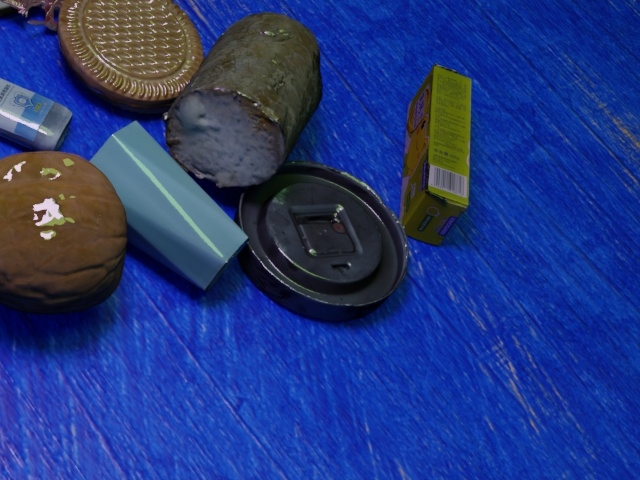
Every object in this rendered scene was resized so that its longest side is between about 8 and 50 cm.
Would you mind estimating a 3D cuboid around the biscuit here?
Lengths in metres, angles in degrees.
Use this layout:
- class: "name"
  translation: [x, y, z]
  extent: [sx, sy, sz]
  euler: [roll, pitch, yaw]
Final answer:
- class: "biscuit"
  translation: [-0.294, -0.306, 1.852]
  extent: [0.259, 0.079, 0.259]
  euler: [17, 52, -22]

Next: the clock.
- class: "clock"
  translation: [0.000, 0.000, 1.775]
  extent: [0.280, 0.055, 0.281]
  euler: [15, 47, -17]

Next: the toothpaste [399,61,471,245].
- class: "toothpaste"
  translation: [0.193, -0.147, 1.962]
  extent: [0.077, 0.110, 0.328]
  euler: [18, 46, -11]

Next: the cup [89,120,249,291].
- class: "cup"
  translation: [-0.215, -0.042, 1.642]
  extent: [0.235, 0.148, 0.134]
  euler: [37, 59, 2]

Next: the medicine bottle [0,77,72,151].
- class: "medicine bottle"
  translation: [-0.467, -0.195, 1.698]
  extent: [0.208, 0.054, 0.090]
  euler: [24, 45, -7]

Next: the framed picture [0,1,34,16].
- class: "framed picture"
  translation: [-0.569, -0.495, 1.825]
  extent: [0.244, 0.013, 0.324]
  euler: [-31, 97, -43]

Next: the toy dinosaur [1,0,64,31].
- class: "toy dinosaur"
  translation: [-0.432, -0.375, 1.865]
  extent: [0.220, 0.032, 0.108]
  euler: [4, 62, -42]

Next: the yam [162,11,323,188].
- class: "yam"
  translation: [-0.107, -0.214, 1.786]
  extent: [0.195, 0.195, 0.300]
  euler: [28, 35, -3]

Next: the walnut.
- class: "walnut"
  translation: [-0.357, -0.006, 1.496]
  extent: [0.227, 0.228, 0.228]
  euler: [14, 47, -16]
